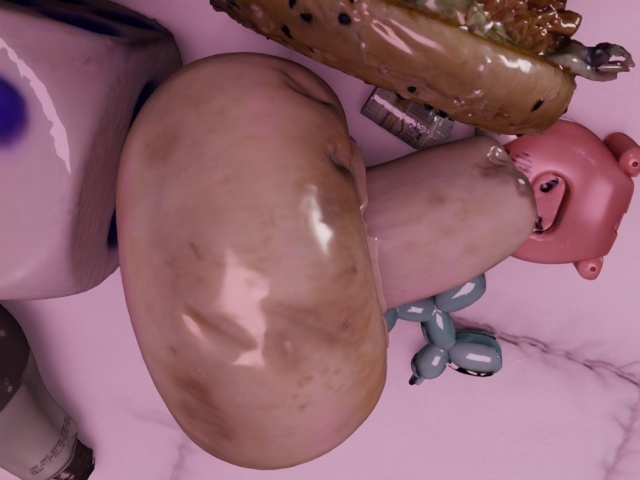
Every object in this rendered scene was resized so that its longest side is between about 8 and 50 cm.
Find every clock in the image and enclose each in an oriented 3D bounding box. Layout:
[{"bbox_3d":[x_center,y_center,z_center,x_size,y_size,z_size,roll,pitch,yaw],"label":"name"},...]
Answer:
[{"bbox_3d":[0.213,-0.049,0.744,0.162,0.093,0.166,15,113,4],"label":"clock"}]

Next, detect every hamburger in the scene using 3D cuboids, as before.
[{"bbox_3d":[0.081,-0.202,0.567,0.318,0.277,0.195,13,109,-33],"label":"hamburger"}]

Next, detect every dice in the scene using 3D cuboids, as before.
[{"bbox_3d":[-0.292,-0.108,0.700,0.259,0.243,0.251,20,112,2],"label":"dice"}]

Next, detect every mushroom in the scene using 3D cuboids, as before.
[{"bbox_3d":[-0.031,0.013,0.689,0.353,0.353,0.325,41,142,-10],"label":"mushroom"}]

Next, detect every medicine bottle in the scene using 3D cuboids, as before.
[{"bbox_3d":[0.086,-0.123,0.752,0.083,0.047,0.047,33,111,-6],"label":"medicine bottle"}]

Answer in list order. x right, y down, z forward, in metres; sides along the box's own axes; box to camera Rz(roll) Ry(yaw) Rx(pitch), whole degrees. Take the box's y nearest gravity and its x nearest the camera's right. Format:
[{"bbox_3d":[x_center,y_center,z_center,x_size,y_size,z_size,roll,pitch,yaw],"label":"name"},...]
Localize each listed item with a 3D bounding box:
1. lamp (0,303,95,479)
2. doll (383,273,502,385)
[{"bbox_3d":[-0.379,0.197,0.855,0.181,0.182,0.314,-29,105,16],"label":"lamp"},{"bbox_3d":[0.108,0.083,0.822,0.158,0.059,0.159,-19,106,13],"label":"doll"}]
